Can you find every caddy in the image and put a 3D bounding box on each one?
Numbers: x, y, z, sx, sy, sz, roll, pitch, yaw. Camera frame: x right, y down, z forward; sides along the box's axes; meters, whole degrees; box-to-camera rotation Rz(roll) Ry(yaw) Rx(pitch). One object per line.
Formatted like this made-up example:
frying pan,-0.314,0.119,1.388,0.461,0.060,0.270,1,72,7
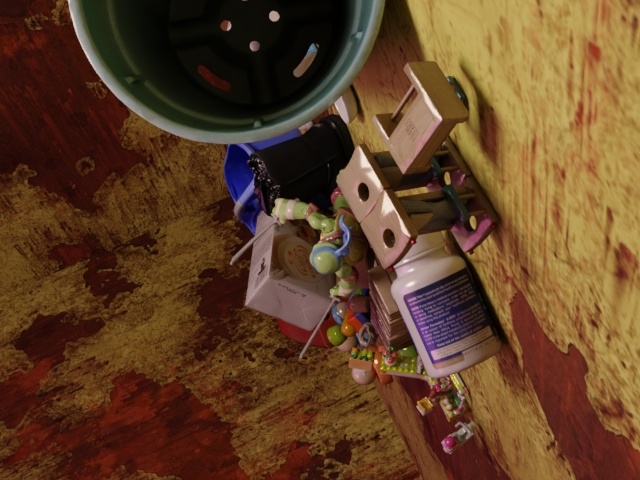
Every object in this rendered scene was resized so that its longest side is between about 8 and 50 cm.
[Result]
caddy,-0.114,-0.109,1.777,0.241,0.179,0.341,56,161,8

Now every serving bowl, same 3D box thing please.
serving bowl,0.041,-0.236,1.333,0.083,0.027,0.083,156,90,-85

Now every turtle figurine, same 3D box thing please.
turtle figurine,0.000,0.000,1.395,0.197,0.266,0.275,36,128,5

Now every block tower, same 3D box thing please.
block tower,0.151,0.131,1.535,0.335,0.090,0.097,78,168,-70

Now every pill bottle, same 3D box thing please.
pill bottle,0.160,0.081,1.092,0.112,0.111,0.187,134,112,-85

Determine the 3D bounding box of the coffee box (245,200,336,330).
coffee box,-0.050,0.033,1.538,0.141,0.098,0.247,25,-141,-19

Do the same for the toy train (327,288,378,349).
toy train,0.070,0.190,1.775,0.105,0.143,0.248,44,-146,-14

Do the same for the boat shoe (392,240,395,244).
boat shoe,0.121,-0.015,1.250,0.070,0.077,0.219,63,176,21

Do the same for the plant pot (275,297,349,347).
plant pot,0.012,0.135,2.175,0.235,0.267,0.267,34,150,59

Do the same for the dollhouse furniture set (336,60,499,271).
dollhouse furniture set,0.128,-0.077,0.844,0.129,0.129,0.184,63,145,25

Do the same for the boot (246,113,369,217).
boot,-0.018,-0.093,1.527,0.094,0.207,0.247,22,138,55

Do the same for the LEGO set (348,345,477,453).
LEGO set,0.187,0.262,1.533,0.287,0.132,0.107,39,159,22

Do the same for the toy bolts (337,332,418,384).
toy bolts,0.115,0.227,1.962,0.228,0.158,0.218,-133,19,-74

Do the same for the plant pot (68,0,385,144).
plant pot,-0.100,-0.295,1.015,0.334,0.341,0.341,-91,-22,-83

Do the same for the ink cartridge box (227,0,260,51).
ink cartridge box,-0.151,-0.484,1.577,0.225,0.056,0.181,69,-153,-51

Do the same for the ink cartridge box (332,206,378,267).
ink cartridge box,0.080,0.004,1.957,0.189,0.066,0.233,167,87,-85

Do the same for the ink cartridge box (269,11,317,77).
ink cartridge box,-0.063,-0.386,1.519,0.104,0.061,0.181,77,168,-68

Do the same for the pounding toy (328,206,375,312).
pounding toy,0.060,0.063,1.687,0.181,0.094,0.206,71,-160,-47

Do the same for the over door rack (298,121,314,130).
over door rack,-0.040,-0.239,1.839,0.324,0.108,0.240,29,146,57
